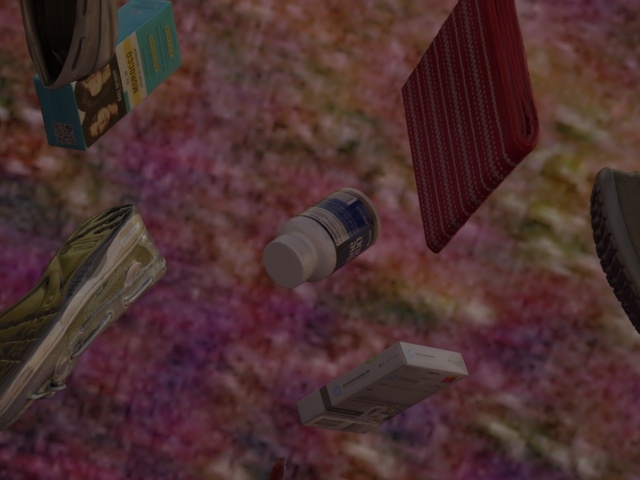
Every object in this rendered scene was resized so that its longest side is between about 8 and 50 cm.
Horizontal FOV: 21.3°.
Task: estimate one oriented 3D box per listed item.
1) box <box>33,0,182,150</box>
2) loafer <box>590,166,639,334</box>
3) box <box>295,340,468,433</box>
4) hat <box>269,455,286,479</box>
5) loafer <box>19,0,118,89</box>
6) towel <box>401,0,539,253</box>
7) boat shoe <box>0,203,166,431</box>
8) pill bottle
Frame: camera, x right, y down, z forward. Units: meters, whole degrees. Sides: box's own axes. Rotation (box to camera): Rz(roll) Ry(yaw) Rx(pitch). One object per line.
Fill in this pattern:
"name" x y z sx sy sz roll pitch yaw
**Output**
"box" -0.272 -0.220 2.208 0.060 0.100 0.244 10 37 26
"loafer" 0.285 0.051 1.300 0.087 0.251 0.094 -26 -4 -1
"box" 0.081 0.198 2.264 0.145 0.186 0.038 14 51 -50
"hat" -0.019 0.303 1.349 0.208 0.183 0.173 52 -16 1
"loafer" -0.293 -0.313 1.900 0.112 0.319 0.111 15 42 25
"towel" 0.144 -0.124 1.673 0.031 0.275 0.199 -1 69 -16
"boat shoe" -0.272 0.095 1.828 0.118 0.103 0.320 -10 35 40
"pill bottle" 0.000 0.000 1.643 0.067 0.067 0.120 29 39 25
